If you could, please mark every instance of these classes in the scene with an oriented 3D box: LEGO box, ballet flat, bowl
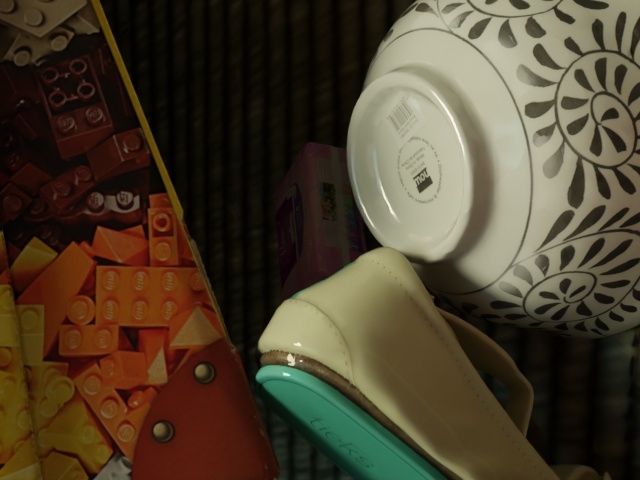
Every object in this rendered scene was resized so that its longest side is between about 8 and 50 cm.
[{"bbox_3d":[-0.232,-0.038,0.706,0.373,0.193,0.500,68,163,-5],"label":"LEGO box"},{"bbox_3d":[0.077,0.102,0.558,0.248,0.086,0.086,50,150,-19],"label":"ballet flat"},{"bbox_3d":[0.064,-0.034,0.551,0.170,0.080,0.170,22,119,49],"label":"bowl"}]

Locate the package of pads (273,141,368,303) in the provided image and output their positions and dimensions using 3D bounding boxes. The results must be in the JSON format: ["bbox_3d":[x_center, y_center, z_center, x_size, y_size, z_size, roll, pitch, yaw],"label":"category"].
[{"bbox_3d":[0.000,0.000,0.670,0.050,0.032,0.083,125,148,-46],"label":"package of pads"}]
